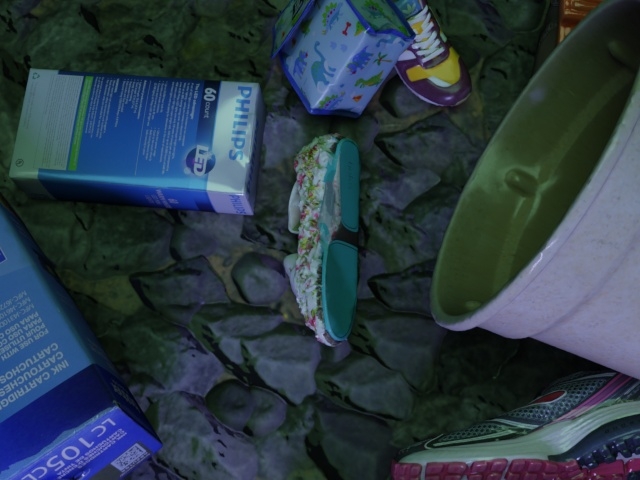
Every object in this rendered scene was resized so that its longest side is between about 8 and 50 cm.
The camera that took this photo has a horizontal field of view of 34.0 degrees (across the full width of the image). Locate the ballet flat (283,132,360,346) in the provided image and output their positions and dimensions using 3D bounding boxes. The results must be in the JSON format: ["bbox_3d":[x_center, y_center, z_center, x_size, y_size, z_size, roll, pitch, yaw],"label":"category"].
[{"bbox_3d":[0.000,0.000,1.123,0.077,0.091,0.241,-9,64,32],"label":"ballet flat"}]

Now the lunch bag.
[{"bbox_3d":[0.012,-0.232,1.156,0.096,0.129,0.151,2,49,-42],"label":"lunch bag"}]

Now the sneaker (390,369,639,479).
[{"bbox_3d":[0.215,0.199,1.030,0.299,0.121,0.112,-12,43,0],"label":"sneaker"}]

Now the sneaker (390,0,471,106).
[{"bbox_3d":[0.104,-0.232,1.178,0.069,0.084,0.185,-35,73,-8],"label":"sneaker"}]

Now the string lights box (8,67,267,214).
[{"bbox_3d":[-0.198,-0.109,1.161,0.259,0.077,0.133,5,73,5],"label":"string lights box"}]

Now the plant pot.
[{"bbox_3d":[0.314,-0.001,0.935,0.305,0.334,0.334,29,75,-9],"label":"plant pot"}]

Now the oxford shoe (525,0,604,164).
[{"bbox_3d":[0.283,-0.154,1.132,0.130,0.133,0.364,14,92,0],"label":"oxford shoe"}]

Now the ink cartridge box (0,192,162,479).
[{"bbox_3d":[-0.341,0.154,1.015,0.270,0.151,0.395,-35,64,-8],"label":"ink cartridge box"}]
